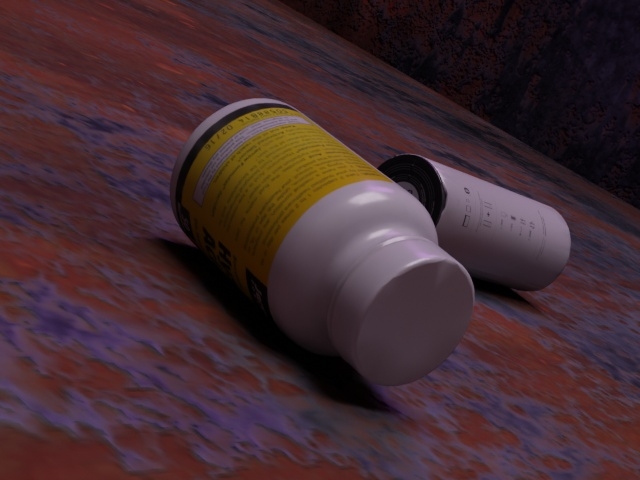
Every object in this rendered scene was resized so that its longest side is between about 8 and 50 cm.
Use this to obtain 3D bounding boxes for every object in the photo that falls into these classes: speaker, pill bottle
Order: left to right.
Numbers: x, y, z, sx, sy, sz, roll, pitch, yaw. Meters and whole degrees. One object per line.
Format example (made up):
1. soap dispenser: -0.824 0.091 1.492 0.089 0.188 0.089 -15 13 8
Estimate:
1. pill bottle: 0.000 0.000 0.437 0.065 0.065 0.116 18 15 -41
2. speaker: 0.084 -0.007 0.699 0.136 0.055 0.055 14 18 -49
